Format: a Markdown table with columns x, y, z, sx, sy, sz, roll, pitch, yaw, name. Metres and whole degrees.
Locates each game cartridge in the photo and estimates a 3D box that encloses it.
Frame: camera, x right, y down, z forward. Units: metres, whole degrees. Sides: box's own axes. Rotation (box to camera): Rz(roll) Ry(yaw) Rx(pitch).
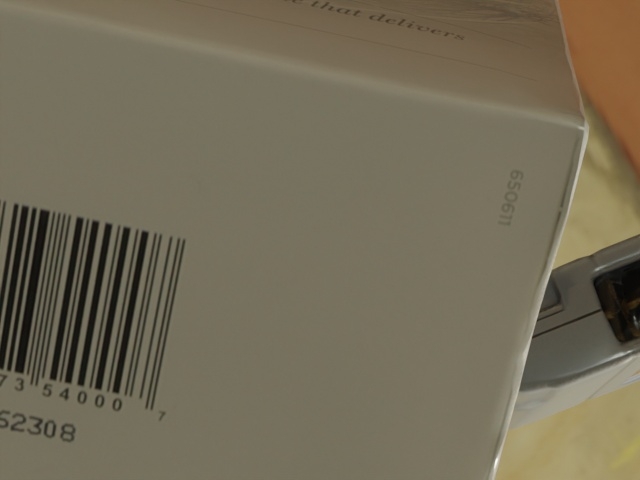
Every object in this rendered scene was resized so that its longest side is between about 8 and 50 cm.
| x | y | z | sx | sy | sz | roll | pitch | yaw | name |
| --- | --- | --- | --- | --- | --- | --- | --- | --- | --- |
| 0.205 | 0.013 | 0.896 | 0.198 | 0.297 | 0.062 | 77 | -9 | -76 | game cartridge |

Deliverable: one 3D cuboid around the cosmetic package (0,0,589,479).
| x | y | z | sx | sy | sz | roll | pitch | yaw | name |
| --- | --- | --- | --- | --- | --- | --- | --- | --- | --- |
| -0.057 | -0.034 | 0.525 | 0.225 | 0.224 | 0.138 | -84 | -174 | -68 | cosmetic package |
